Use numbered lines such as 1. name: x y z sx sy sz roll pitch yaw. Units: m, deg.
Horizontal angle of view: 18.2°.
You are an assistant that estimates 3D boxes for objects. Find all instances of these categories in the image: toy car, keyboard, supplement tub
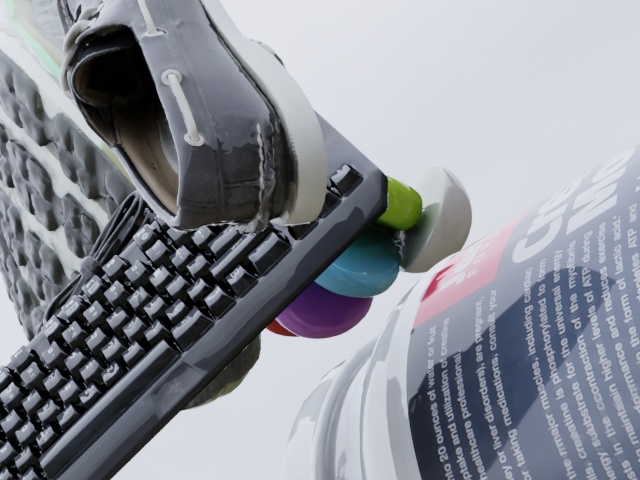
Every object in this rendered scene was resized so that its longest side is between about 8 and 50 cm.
1. toy car: 0.000 0.000 1.338 0.182 0.159 0.136 -12 58 68
2. keyboard: -0.064 0.024 0.642 0.180 0.108 0.023 -44 -58 -1
3. supplement tub: 0.136 0.059 0.661 0.272 0.191 0.191 -34 -14 39

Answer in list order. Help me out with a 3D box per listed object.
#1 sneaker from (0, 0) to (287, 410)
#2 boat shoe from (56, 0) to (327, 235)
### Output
1. sneaker: -0.089 -0.067 1.004 0.182 0.410 0.158 -13 -55 -19
2. boat shoe: -0.043 -0.040 0.487 0.038 0.125 0.046 -10 -51 -27
